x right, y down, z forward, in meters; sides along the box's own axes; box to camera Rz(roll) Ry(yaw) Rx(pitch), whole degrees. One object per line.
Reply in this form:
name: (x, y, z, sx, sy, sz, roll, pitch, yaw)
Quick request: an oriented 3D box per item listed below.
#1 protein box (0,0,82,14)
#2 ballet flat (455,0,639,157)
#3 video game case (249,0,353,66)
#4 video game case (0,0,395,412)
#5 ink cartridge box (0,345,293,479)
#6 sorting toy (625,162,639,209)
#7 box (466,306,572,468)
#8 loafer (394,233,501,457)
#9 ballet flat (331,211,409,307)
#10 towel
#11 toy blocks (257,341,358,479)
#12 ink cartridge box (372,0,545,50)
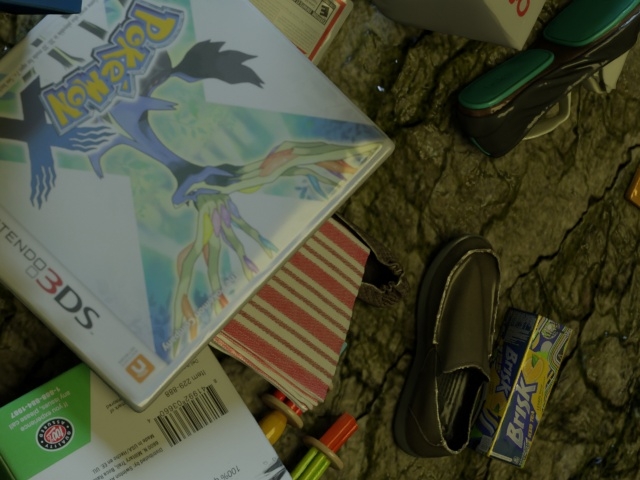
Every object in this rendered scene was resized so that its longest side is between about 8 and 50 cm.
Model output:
protein box: (-0.296, -0.293, 1.079, 0.199, 0.136, 0.201, 3, 95, -36)
ballet flat: (0.265, -0.188, 1.493, 0.280, 0.095, 0.096, -36, 125, -12)
video game case: (-0.118, -0.166, 1.269, 0.204, 0.025, 0.285, 36, 78, -22)
video game case: (-0.149, -0.071, 1.185, 0.300, 0.036, 0.329, 44, 77, -1)
ink cartridge box: (-0.143, 0.240, 1.206, 0.211, 0.121, 0.289, -29, 83, -25)
sorting toy: (0.512, -0.006, 1.697, 0.347, 0.047, 0.196, 17, 88, -33)
box: (0.220, 0.166, 1.535, 0.059, 0.054, 0.169, 23, 86, -33)
loafer: (0.154, 0.119, 1.465, 0.094, 0.087, 0.251, 10, 92, -33)
ballet flat: (0.000, 0.000, 1.367, 0.250, 0.058, 0.084, 34, 78, -31)
towel: (-0.031, 0.045, 1.280, 0.144, 0.029, 0.197, 39, 50, -26)
toy blocks: (-0.005, 0.180, 1.395, 0.148, 0.054, 0.123, -50, 119, -16)
ink cartridge box: (0.161, -0.416, 1.293, 0.279, 0.160, 0.385, 38, 77, -55)
